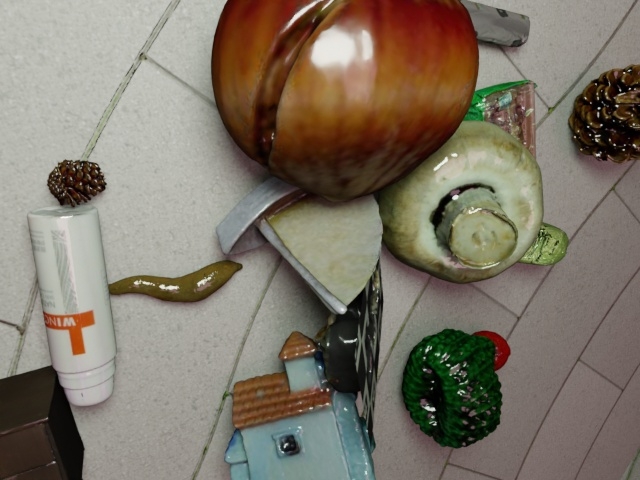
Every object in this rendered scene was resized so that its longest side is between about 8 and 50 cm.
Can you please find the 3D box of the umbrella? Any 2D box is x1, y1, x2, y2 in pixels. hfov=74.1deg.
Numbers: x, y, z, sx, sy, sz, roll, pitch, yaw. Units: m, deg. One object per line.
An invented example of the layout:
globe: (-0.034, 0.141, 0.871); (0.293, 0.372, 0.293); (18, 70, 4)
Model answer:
umbrella: (0.307, -0.468, 0.898); (0.338, 0.067, 0.073); (-2, 94, -24)

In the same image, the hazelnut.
hazelnut: (0.042, -0.245, 0.663); (0.410, 0.359, 0.358); (-13, 110, -19)

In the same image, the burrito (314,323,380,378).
burrito: (0.066, 0.262, 0.988); (0.226, 0.061, 0.087); (52, 42, -27)

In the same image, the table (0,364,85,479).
table: (-0.497, 0.346, 0.681); (0.169, 0.172, 0.193); (-12, 109, -23)

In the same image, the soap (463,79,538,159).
soap: (0.419, -0.222, 1.005); (0.218, 0.098, 0.273); (-22, 113, -19)

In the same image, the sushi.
sushi: (0.054, 0.153, 0.824); (0.100, 0.373, 0.296); (-1, 130, 13)

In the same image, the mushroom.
mushroom: (0.285, -0.065, 0.876); (0.353, 0.260, 0.351); (0, 119, 0)

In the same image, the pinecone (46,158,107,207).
pinecone: (-0.382, -0.091, 0.667); (0.083, 0.077, 0.077); (-12, 110, -33)

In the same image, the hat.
hat: (0.387, 0.346, 1.090); (0.333, 0.242, 0.274); (-16, 124, -35)

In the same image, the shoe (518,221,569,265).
shoe: (0.494, -0.001, 1.093); (0.263, 0.128, 0.139); (13, 90, 0)

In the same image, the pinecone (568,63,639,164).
pinecone: (0.760, -0.316, 1.066); (0.257, 0.244, 0.243); (-25, 123, -64)

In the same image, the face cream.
face cream: (-0.402, 0.118, 0.703); (0.102, 0.102, 0.345); (-7, 106, -24)

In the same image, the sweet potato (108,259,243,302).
sweet potato: (-0.262, 0.085, 0.789); (0.250, 0.059, 0.069); (-9, 89, -20)

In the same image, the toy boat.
toy boat: (-0.010, -0.025, 0.769); (0.276, 0.294, 0.111); (-50, 156, -29)

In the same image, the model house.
model house: (-0.058, 0.354, 0.898); (0.295, 0.252, 0.329); (-15, 89, 3)
